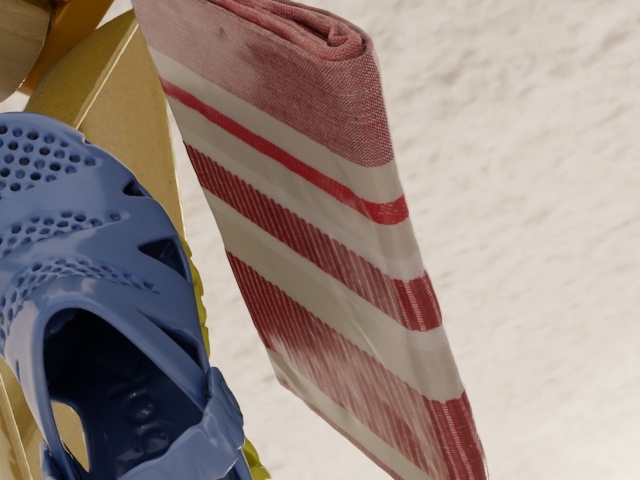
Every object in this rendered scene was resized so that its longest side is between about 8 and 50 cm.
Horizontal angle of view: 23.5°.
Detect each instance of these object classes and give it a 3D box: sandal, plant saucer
[{"bbox_3d":[-0.112,0.052,0.792,0.126,0.317,0.138,-31,156,-4],"label":"sandal"},{"bbox_3d":[-0.208,0.029,1.228,0.081,0.333,0.333,11,138,13],"label":"plant saucer"}]

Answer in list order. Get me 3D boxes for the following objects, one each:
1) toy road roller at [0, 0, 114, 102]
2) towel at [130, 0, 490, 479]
[{"bbox_3d":[-0.264,-0.299,1.237,0.202,0.240,0.329,22,110,-38],"label":"toy road roller"},{"bbox_3d":[0.000,0.000,0.872,0.037,0.237,0.329,-31,126,-19],"label":"towel"}]
